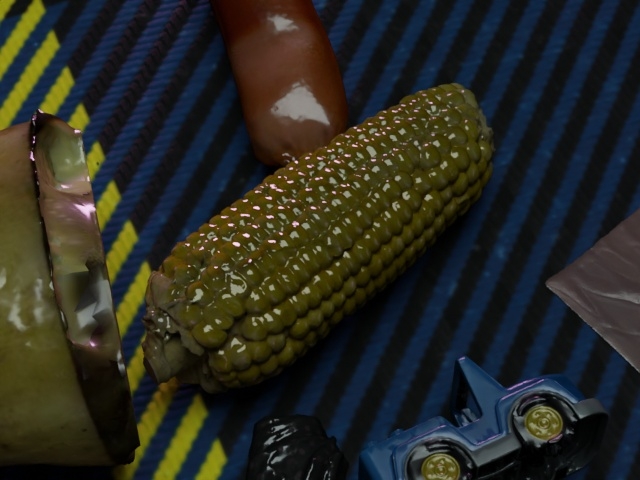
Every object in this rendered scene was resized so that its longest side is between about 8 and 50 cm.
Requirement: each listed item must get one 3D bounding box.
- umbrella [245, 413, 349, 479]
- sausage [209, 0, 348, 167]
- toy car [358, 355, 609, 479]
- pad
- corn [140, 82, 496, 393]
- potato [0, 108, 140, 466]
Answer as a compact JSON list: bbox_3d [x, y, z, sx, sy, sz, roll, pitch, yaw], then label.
[{"bbox_3d":[-0.005,0.271,1.202,0.090,0.094,0.326,-25,57,29],"label":"umbrella"},{"bbox_3d":[-0.047,-0.184,1.493,0.089,0.083,0.300,-15,62,-6],"label":"sausage"},{"bbox_3d":[0.105,0.148,1.282,0.191,0.097,0.100,-22,60,-14],"label":"toy car"},{"bbox_3d":[0.284,0.017,1.418,0.188,0.006,0.113,-36,66,-20],"label":"pad"},{"bbox_3d":[0.000,0.000,1.357,0.347,0.130,0.130,-36,65,-24],"label":"corn"},{"bbox_3d":[-0.251,0.053,1.279,0.243,0.242,0.285,-13,66,-9],"label":"potato"}]
